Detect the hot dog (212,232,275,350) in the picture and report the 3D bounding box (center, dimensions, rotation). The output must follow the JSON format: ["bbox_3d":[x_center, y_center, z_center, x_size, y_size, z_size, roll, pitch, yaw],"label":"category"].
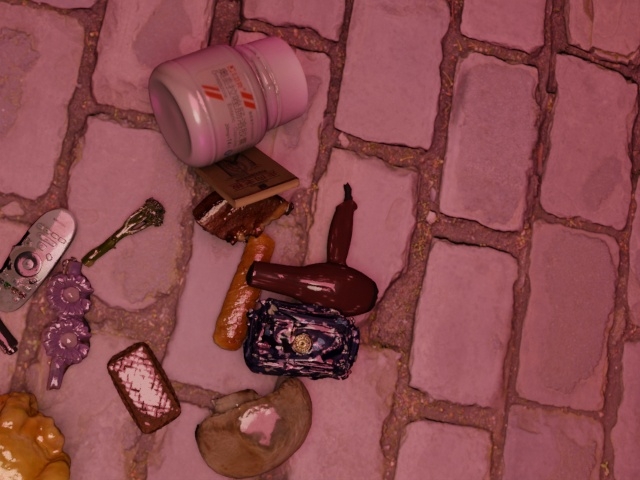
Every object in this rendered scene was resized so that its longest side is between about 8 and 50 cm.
[{"bbox_3d":[-0.175,0.113,1.598,0.087,0.061,0.286,13,78,0],"label":"hot dog"}]

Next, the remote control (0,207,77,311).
[{"bbox_3d":[-0.625,0.041,1.508,0.097,0.045,0.256,37,79,-5],"label":"remote control"}]

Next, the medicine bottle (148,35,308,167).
[{"bbox_3d":[-0.204,-0.321,1.558,0.302,0.241,0.241,-27,89,-25],"label":"medicine bottle"}]

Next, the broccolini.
[{"bbox_3d":[-0.441,-0.010,1.565,0.216,0.058,0.067,-44,58,-8],"label":"broccolini"}]

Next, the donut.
[{"bbox_3d":[-0.182,-0.079,1.581,0.186,0.126,0.144,-42,127,0],"label":"donut"}]

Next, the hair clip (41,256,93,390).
[{"bbox_3d":[-0.547,0.177,1.497,0.106,0.084,0.292,10,74,-30],"label":"hair clip"}]

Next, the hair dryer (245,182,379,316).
[{"bbox_3d":[0.000,0.000,1.631,0.312,0.123,0.340,18,66,-20],"label":"hair dryer"}]

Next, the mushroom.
[{"bbox_3d":[-0.134,0.416,1.508,0.267,0.164,0.190,-13,84,-15],"label":"mushroom"}]

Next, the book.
[{"bbox_3d":[-0.171,-0.148,1.556,0.161,0.231,0.026,-22,126,-23],"label":"book"}]

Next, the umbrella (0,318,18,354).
[{"bbox_3d":[-0.690,0.185,1.477,0.036,0.031,0.133,-34,91,-14],"label":"umbrella"}]

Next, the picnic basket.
[{"bbox_3d":[-0.386,0.323,1.518,0.110,0.055,0.193,-30,88,-16],"label":"picnic basket"}]

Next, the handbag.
[{"bbox_3d":[-0.042,0.219,1.528,0.260,0.113,0.162,9,66,-1],"label":"handbag"}]

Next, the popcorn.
[{"bbox_3d":[-0.617,0.453,1.353,0.316,0.281,0.297,50,115,17],"label":"popcorn"}]
